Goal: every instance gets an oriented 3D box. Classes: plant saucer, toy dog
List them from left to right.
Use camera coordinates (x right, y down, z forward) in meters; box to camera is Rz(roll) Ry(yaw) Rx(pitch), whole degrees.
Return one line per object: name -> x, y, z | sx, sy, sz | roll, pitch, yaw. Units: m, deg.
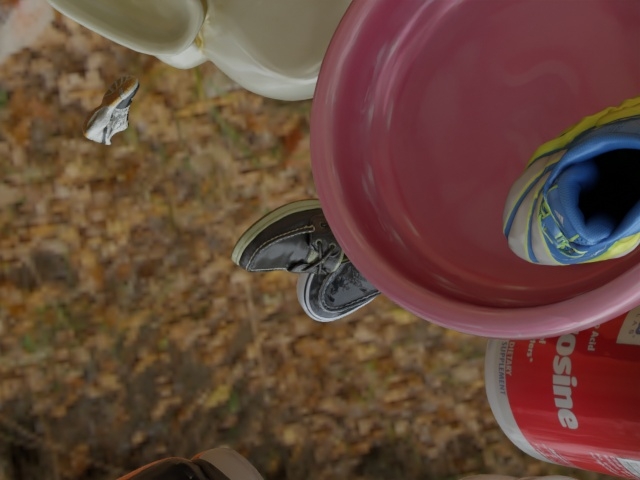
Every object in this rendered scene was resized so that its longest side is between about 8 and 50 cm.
toy dog -> -0.037, -0.290, 1.391 | 0.285, 0.395, 0.408 | -57, -174, 12
plant saucer -> 0.155, -0.089, 1.068 | 0.332, 0.332, 0.084 | -21, 159, 22

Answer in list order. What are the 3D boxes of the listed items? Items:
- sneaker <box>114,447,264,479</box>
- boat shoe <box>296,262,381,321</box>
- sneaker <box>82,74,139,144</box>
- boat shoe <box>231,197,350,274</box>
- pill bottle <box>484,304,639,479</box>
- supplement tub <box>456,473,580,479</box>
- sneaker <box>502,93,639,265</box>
sneaker -> -0.069, 0.274, 0.931 | 0.180, 0.321, 0.125 | -12, 130, -34
boat shoe -> 0.098, 0.000, 1.788 | 0.301, 0.102, 0.108 | -39, 116, 6
sneaker -> -0.205, -0.132, 1.496 | 0.037, 0.032, 0.083 | 29, 118, -33
boat shoe -> 0.000, 0.001, 1.634 | 0.223, 0.073, 0.080 | -16, 147, -47
pill bottle -> 0.377, 0.145, 1.563 | 0.229, 0.229, 0.407 | 2, 178, -30
supplement tub -> 0.091, 0.280, 1.107 | 0.191, 0.191, 0.272 | 7, 160, -37
sneaker -> 0.160, -0.033, 0.896 | 0.126, 0.091, 0.240 | -19, 170, -34
